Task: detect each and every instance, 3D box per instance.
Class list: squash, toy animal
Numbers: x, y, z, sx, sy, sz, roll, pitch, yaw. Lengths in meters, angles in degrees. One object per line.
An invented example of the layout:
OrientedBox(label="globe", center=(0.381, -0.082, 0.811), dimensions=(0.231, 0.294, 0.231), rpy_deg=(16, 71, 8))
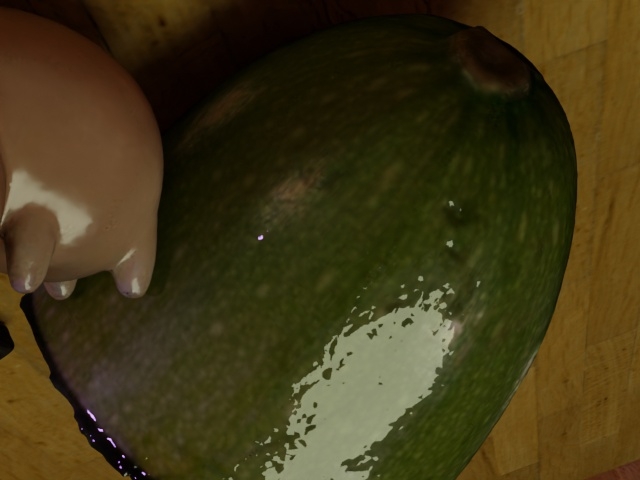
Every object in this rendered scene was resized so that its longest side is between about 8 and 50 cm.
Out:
OrientedBox(label="squash", center=(0.027, -0.007, 0.938), dimensions=(0.310, 0.310, 0.309), rpy_deg=(11, 127, -51))
OrientedBox(label="toy animal", center=(-0.189, -0.044, 0.773), dimensions=(0.166, 0.154, 0.250), rpy_deg=(-8, 174, 38))

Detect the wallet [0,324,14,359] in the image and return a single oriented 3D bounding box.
OrientedBox(label="wallet", center=(-0.392, 0.122, 1.128), dimensions=(0.309, 0.042, 0.165), rpy_deg=(-25, 159, 11))
